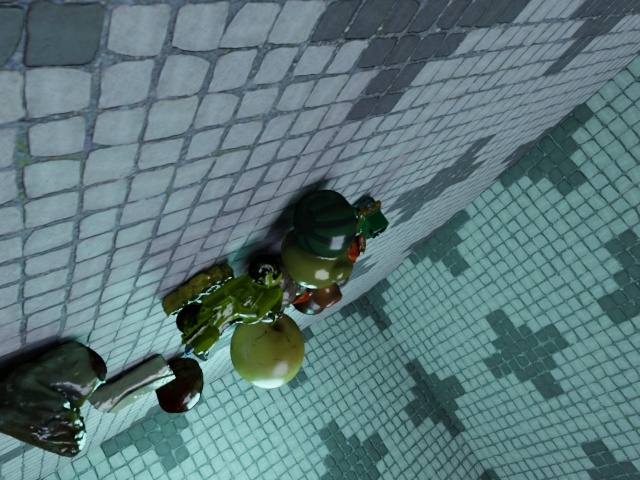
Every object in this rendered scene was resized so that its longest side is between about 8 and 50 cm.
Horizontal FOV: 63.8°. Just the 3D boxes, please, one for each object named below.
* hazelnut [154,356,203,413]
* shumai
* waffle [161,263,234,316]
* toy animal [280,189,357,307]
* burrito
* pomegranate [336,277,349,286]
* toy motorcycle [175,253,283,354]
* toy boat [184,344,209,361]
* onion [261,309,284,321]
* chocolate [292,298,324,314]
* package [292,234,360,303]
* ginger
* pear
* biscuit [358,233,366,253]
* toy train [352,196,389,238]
[{"bbox_3d":[-0.580,0.611,2.168,0.217,0.234,0.218,-12,125,-17],"label":"hazelnut"},{"bbox_3d":[-0.685,0.365,1.283,0.309,0.303,0.264,118,-4,-59],"label":"shumai"},{"bbox_3d":[-0.340,0.141,1.492,0.210,0.055,0.160,-37,166,9],"label":"waffle"},{"bbox_3d":[-0.011,0.019,1.445,0.191,0.216,0.339,-15,135,-34],"label":"toy animal"},{"bbox_3d":[-0.697,0.535,1.904,0.299,0.105,0.143,-27,155,-24],"label":"burrito"},{"bbox_3d":[0.057,0.145,2.349,0.129,0.130,0.159,-25,-153,-34],"label":"pomegranate"},{"bbox_3d":[-0.239,0.196,1.474,0.342,0.206,0.142,-35,-160,-10],"label":"toy motorcycle"},{"bbox_3d":[-0.479,0.434,2.052,0.175,0.110,0.091,-37,166,17],"label":"toy boat"},{"bbox_3d":[-0.187,0.209,1.902,0.159,0.159,0.195,-44,-178,34],"label":"onion"},{"bbox_3d":[-0.048,0.258,2.324,0.176,0.177,0.177,-32,166,-9],"label":"chocolate"},{"bbox_3d":[-0.014,0.125,2.067,0.423,0.123,0.196,-40,163,15],"label":"package"},{"bbox_3d":[-0.115,0.129,1.743,0.256,0.176,0.375,-47,164,31],"label":"ginger"},{"bbox_3d":[-0.235,0.482,2.300,0.348,0.348,0.348,-32,166,-9],"label":"pear"},{"bbox_3d":[0.171,-0.011,2.066,0.019,0.131,0.102,0,-147,12],"label":"biscuit"},{"bbox_3d":[0.172,-0.067,1.817,0.091,0.136,0.228,-31,163,-14],"label":"toy train"}]
